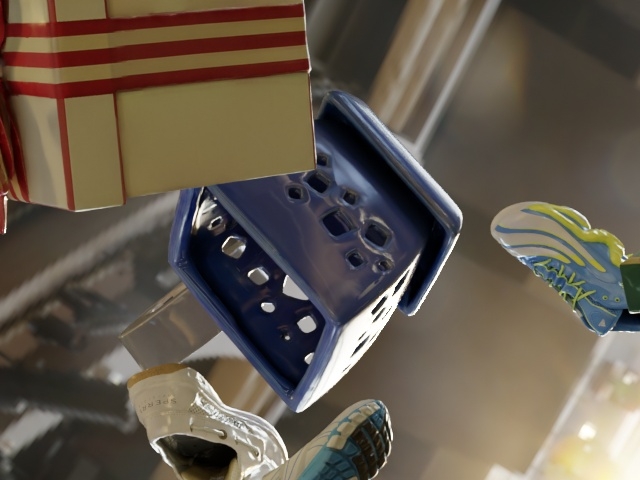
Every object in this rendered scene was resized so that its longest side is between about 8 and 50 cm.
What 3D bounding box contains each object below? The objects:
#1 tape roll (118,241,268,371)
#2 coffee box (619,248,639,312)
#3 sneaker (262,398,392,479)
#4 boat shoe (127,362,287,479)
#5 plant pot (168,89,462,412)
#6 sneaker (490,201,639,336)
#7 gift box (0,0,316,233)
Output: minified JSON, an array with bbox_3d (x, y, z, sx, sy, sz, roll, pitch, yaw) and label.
[{"bbox_3d":[-0.165,0.091,2.200,0.219,0.072,0.219,-37,4,3],"label":"tape roll"},{"bbox_3d":[0.308,0.003,1.208,0.184,0.113,0.040,-29,-70,-51],"label":"coffee box"},{"bbox_3d":[-0.010,0.214,1.524,0.190,0.083,0.071,-45,-56,-30],"label":"sneaker"},{"bbox_3d":[-0.116,0.227,1.734,0.098,0.096,0.277,-23,-35,17],"label":"boat shoe"},{"bbox_3d":[0.000,0.000,1.700,0.212,0.236,0.236,-34,-17,-24],"label":"plant pot"},{"bbox_3d":[0.319,0.040,1.997,0.126,0.240,0.091,-89,25,-50],"label":"sneaker"},{"bbox_3d":[-0.183,-0.144,1.359,0.258,0.276,0.255,-10,-84,-32],"label":"gift box"}]
